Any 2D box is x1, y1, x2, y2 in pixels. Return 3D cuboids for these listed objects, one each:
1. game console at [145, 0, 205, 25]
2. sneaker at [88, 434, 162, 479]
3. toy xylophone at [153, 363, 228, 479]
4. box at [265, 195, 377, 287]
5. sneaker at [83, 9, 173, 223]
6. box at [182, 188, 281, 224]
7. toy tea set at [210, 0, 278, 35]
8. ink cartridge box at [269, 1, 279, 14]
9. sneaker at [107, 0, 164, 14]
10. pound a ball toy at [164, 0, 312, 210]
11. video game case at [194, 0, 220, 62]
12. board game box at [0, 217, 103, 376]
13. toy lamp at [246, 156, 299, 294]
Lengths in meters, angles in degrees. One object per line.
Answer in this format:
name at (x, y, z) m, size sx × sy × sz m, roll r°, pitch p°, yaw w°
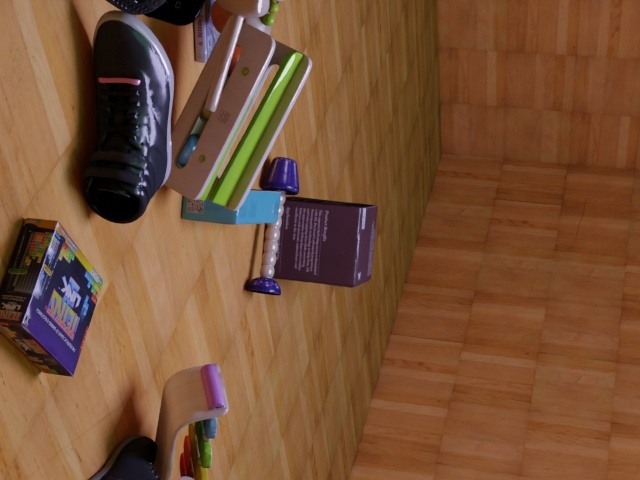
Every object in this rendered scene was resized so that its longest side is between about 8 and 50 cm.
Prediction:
game console at (-0.152, -0.472, 1.643) m, size 0.044 × 0.213 × 0.361 m, roll 51°, pitch 58°, yaw -72°
sneaker at (-0.262, 0.364, 1.710) m, size 0.222 × 0.118 × 0.083 m, roll -51°, pitch 144°, yaw -67°
toy xylophone at (-0.207, 0.361, 1.781) m, size 0.236 × 0.081 × 0.322 m, roll -105°, pitch -156°, yaw -46°
box at (0.000, 0.000, 2.424) m, size 0.167 × 0.203 × 0.168 m, roll -14°, pitch 110°, yaw -76°
sneaker at (-0.259, -0.148, 1.526) m, size 0.147 × 0.105 × 0.295 m, roll -75°, pitch 169°, yaw -49°
box at (-0.151, -0.063, 2.008) m, size 0.244 × 0.100 × 0.060 m, roll -6°, pitch 103°, yaw -75°
toy tea set at (-0.088, -0.484, 1.853) m, size 0.200 × 0.124 × 0.336 m, roll -3°, pitch 91°, yaw -53°
ink cartridge box at (-0.110, -0.446, 2.029) m, size 0.207 × 0.046 × 0.097 m, roll -66°, pitch 158°, yaw -53°
sneaker at (-0.283, -0.376, 1.406) m, size 0.227 × 0.087 × 0.130 m, roll 24°, pitch 42°, yaw -54°
pound a ball toy at (-0.154, -0.222, 1.732) m, size 0.208 × 0.136 × 0.319 m, roll 14°, pitch 104°, yaw -61°
video game case at (-0.169, -0.412, 1.944) m, size 0.201 × 0.023 × 0.183 m, roll -54°, pitch 147°, yaw -63°
board game box at (-0.337, 0.073, 1.436) m, size 0.170 × 0.048 × 0.141 m, roll 69°, pitch 29°, yaw -61°
toy lamp at (-0.091, -0.030, 2.307) m, size 0.080 × 0.080 × 0.274 m, roll 31°, pitch 67°, yaw -75°
